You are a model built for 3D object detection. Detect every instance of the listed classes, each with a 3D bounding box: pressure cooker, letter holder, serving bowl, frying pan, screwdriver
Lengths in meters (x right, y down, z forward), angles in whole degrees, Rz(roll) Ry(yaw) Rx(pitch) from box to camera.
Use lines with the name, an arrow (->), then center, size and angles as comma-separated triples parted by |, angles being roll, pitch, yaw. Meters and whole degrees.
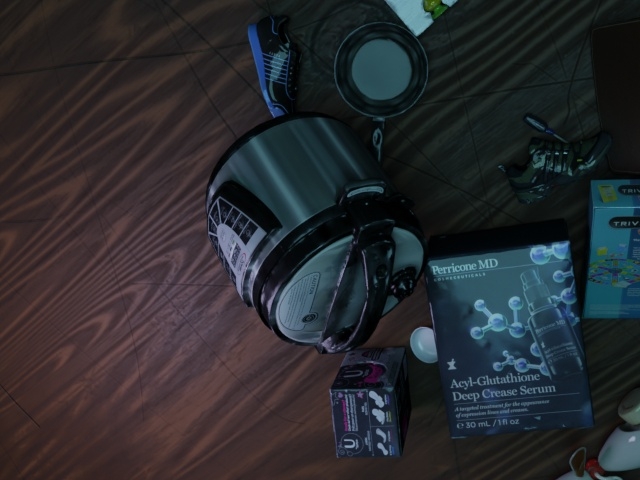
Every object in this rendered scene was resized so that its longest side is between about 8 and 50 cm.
pressure cooker -> 0.006, -0.002, 1.765 | 0.375, 0.370, 0.420 | -38, 56, 8
letter holder -> 0.660, -0.288, 1.766 | 0.152, 0.214, 0.302 | -15, 100, -18
serving bowl -> 0.243, 0.229, 2.017 | 0.083, 0.027, 0.083 | 11, 109, 35
frying pan -> 0.149, -0.296, 1.903 | 0.197, 0.053, 0.326 | -17, 102, 15
screwdriver -> 0.495, -0.215, 1.873 | 0.169, 0.024, 0.025 | 27, 78, -3

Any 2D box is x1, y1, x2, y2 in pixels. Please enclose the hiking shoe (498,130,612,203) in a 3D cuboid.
hiking shoe -> 0.478, -0.168, 1.840 | 0.227, 0.086, 0.114 | -33, 104, 21

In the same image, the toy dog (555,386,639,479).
toy dog -> 0.644, 0.482, 1.936 | 0.220, 0.161, 0.334 | 24, 107, 5

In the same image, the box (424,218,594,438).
box -> 0.393, 0.181, 1.888 | 0.293, 0.212, 0.396 | -8, 101, 14

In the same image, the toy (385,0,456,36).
toy -> 0.169, -0.549, 1.835 | 0.137, 0.056, 0.237 | -40, 98, 14

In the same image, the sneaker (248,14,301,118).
sneaker -> -0.080, -0.360, 1.917 | 0.090, 0.081, 0.232 | -14, 99, 21

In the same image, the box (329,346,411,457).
box -> 0.112, 0.345, 1.964 | 0.142, 0.247, 0.163 | -4, 102, 11

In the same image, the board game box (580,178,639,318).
board game box -> 0.652, 0.023, 1.778 | 0.253, 0.079, 0.336 | 0, 137, 11
